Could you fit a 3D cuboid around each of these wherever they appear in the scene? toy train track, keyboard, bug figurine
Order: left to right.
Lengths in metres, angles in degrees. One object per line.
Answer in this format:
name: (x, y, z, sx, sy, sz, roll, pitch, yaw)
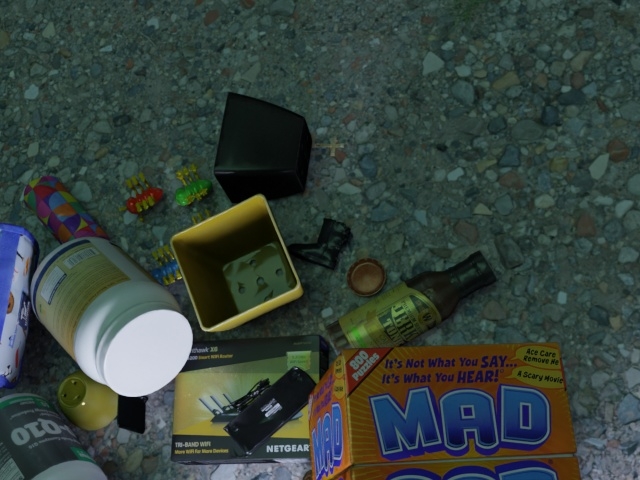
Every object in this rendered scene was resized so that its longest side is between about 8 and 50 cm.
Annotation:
bug figurine: (-0.317, -0.033, 2.063, 0.216, 0.072, 0.279, -25, 65, 5)
keyboard: (-0.100, 0.315, 1.821, 0.192, 0.038, 0.100, -40, 89, -2)
toy train track: (0.011, -0.209, 2.062, 0.083, 0.014, 0.048, 2, 72, 17)

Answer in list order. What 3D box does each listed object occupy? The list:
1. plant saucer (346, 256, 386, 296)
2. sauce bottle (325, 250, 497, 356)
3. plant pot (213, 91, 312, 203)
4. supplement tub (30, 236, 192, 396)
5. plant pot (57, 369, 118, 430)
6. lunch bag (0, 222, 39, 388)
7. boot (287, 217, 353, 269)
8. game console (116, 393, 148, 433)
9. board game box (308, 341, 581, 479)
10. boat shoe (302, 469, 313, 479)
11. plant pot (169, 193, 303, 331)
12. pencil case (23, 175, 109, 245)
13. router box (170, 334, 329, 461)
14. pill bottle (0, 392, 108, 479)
plant saucer: (0.095, 0.076, 1.940, 0.083, 0.013, 0.083, -5, 70, 13)
sauce bottle: (0.178, 0.131, 1.844, 0.344, 0.111, 0.111, -31, 66, 5)
plant pot: (-0.113, -0.189, 2.005, 0.167, 0.188, 0.187, 5, 73, 10)
supplement tub: (-0.421, 0.151, 1.903, 0.228, 0.228, 0.316, -51, 47, -5)
plant pot: (-0.497, 0.326, 1.977, 0.134, 0.095, 0.134, -5, 71, 14)
lunch bag: (-0.728, 0.142, 1.962, 0.385, 0.239, 0.328, -13, 67, 50)
boot: (0.000, 0.000, 1.977, 0.121, 0.045, 0.099, 19, 77, 17)
game console: (-0.409, 0.335, 1.934, 0.107, 0.122, 0.071, 27, 80, 22)
board game box: (0.189, 0.388, 1.560, 0.356, 0.356, 0.356, -1, 70, -10)
boat shoe: (0.062, 0.581, 1.732, 0.123, 0.123, 0.342, -8, 63, -30)
plant pot: (-0.147, 0.065, 1.914, 0.212, 0.187, 0.212, -25, 70, 6)
pencil case: (-0.575, -0.047, 2.130, 0.104, 0.104, 0.236, -44, 64, -2)
router box: (-0.138, 0.320, 1.885, 0.309, 0.081, 0.243, -5, 70, 14)
pill bottle: (-0.537, 0.473, 1.829, 0.204, 0.204, 0.361, -50, 49, -5)
